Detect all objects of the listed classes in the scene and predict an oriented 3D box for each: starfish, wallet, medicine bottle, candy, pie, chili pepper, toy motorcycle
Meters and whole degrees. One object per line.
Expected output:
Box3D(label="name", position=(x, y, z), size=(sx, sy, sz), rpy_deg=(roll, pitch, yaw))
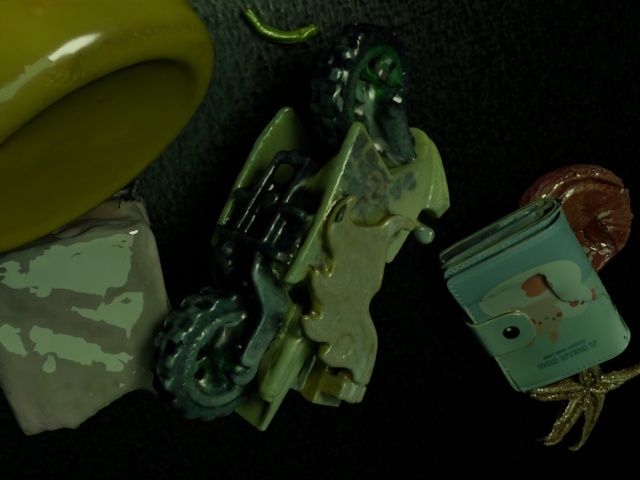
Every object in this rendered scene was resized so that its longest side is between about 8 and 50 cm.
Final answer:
Box3D(label="starfish", position=(0.411, 0.228, 0.976), size=(0.238, 0.057, 0.213), rpy_deg=(-28, 123, -7))
Box3D(label="wallet", position=(0.277, 0.080, 0.831), size=(0.176, 0.075, 0.250), rpy_deg=(-30, 118, 16))
Box3D(label="medicine bottle", position=(-0.266, -0.194, 0.397), size=(0.224, 0.224, 0.384), rpy_deg=(-41, 89, -5))
Box3D(label="candy", position=(-0.224, 0.060, 0.617), size=(0.184, 0.137, 0.195), rpy_deg=(-16, 111, -16))
Box3D(label="pie", position=(0.336, -0.017, 0.862), size=(0.182, 0.049, 0.182), rpy_deg=(-7, 113, -16))
Box3D(label="chili pepper", position=(-0.041, -0.220, 0.663), size=(0.083, 0.017, 0.030), rpy_deg=(-1, 99, -24))
Box3D(label="toy motorcycle", position=(0.000, 0.000, 0.644), size=(0.237, 0.168, 0.410), rpy_deg=(38, 78, -46))

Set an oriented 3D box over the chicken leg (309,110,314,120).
Box3D(label="chicken leg", position=(0.020, -0.129, 0.716), size=(0.083, 0.021, 0.036), rpy_deg=(37, 83, -35))
